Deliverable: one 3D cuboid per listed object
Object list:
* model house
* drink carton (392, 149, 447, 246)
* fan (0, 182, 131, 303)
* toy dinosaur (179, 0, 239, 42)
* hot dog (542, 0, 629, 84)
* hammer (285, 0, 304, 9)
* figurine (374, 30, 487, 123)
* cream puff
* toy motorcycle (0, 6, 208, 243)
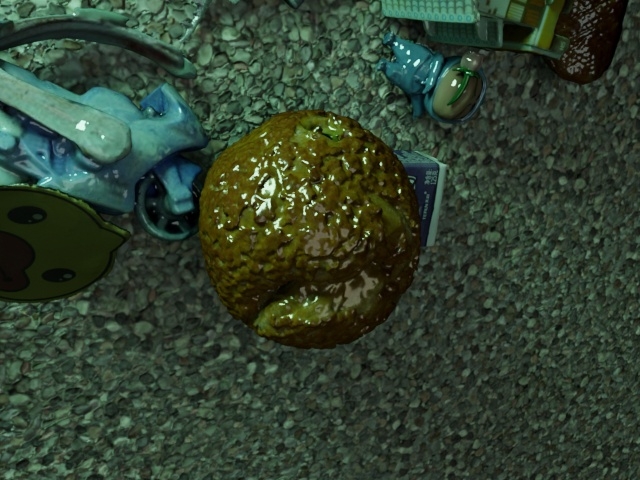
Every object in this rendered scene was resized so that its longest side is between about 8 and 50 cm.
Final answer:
[{"bbox_3d":[0.218,-0.359,0.874,0.215,0.224,0.198,4,109,-26],"label":"model house"},{"bbox_3d":[0.066,-0.064,0.995,0.222,0.102,0.134,-2,113,-22],"label":"drink carton"},{"bbox_3d":[-0.392,0.015,0.766,0.335,0.011,0.230,-6,144,-6],"label":"fan"},{"bbox_3d":[-0.122,-0.338,0.821,0.082,0.039,0.209,35,107,-13],"label":"toy dinosaur"},{"bbox_3d":[0.422,-0.365,1.036,0.160,0.099,0.227,-3,112,-23],"label":"hot dog"},{"bbox_3d":[-0.082,-0.444,0.812,0.137,0.037,0.290,-49,121,0],"label":"hammer"},{"bbox_3d":[0.169,-0.234,0.955,0.178,0.144,0.114,23,96,-18],"label":"figurine"},{"bbox_3d":[0.000,0.000,0.816,0.303,0.212,0.303,-11,117,-22],"label":"cream puff"},{"bbox_3d":[-0.258,-0.141,0.765,0.319,0.182,0.241,15,104,-34],"label":"toy motorcycle"}]
